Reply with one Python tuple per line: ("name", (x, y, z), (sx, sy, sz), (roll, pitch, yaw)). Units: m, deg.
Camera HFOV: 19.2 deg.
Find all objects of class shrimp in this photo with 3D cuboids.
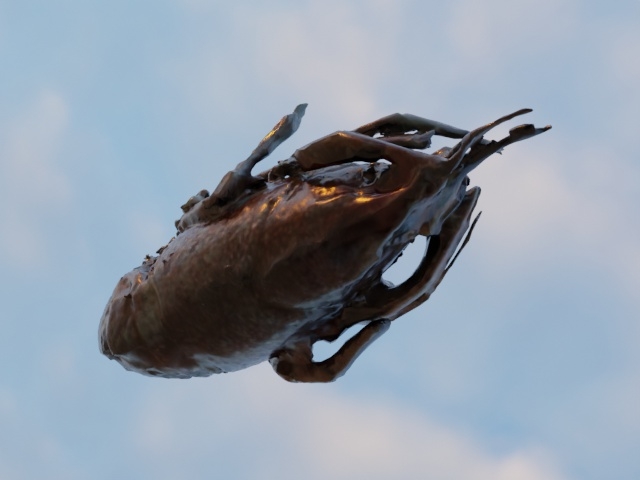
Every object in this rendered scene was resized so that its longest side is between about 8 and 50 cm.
("shrimp", (-0.001, 0.000, 0.642), (0.190, 0.073, 0.075), (-34, -71, 32))
